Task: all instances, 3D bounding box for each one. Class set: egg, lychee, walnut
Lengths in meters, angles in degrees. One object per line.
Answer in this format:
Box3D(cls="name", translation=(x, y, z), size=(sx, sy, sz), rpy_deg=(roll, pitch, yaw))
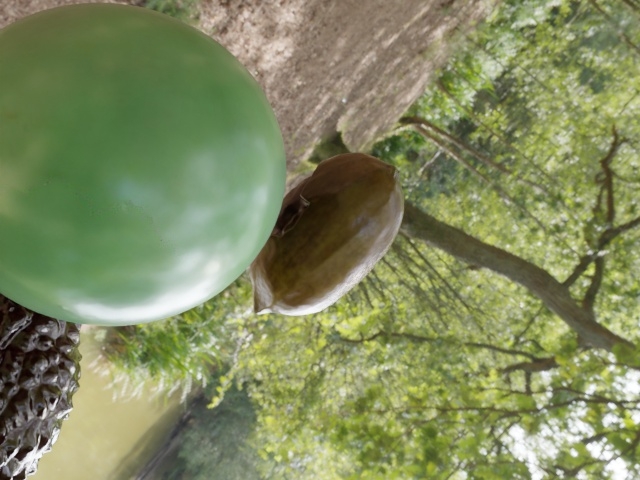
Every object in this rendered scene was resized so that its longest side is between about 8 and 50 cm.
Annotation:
Box3D(cls="egg", translation=(-0.136, -0.053, 0.411), size=(0.220, 0.220, 0.269), rpy_deg=(-50, -179, 17))
Box3D(cls="lychee", translation=(-0.348, 0.130, 0.490), size=(0.271, 0.271, 0.271), rpy_deg=(-47, 174, -6))
Box3D(cls="walnut", translation=(0.000, 0.000, 0.561), size=(0.207, 0.116, 0.116), rpy_deg=(-50, 174, 13))
